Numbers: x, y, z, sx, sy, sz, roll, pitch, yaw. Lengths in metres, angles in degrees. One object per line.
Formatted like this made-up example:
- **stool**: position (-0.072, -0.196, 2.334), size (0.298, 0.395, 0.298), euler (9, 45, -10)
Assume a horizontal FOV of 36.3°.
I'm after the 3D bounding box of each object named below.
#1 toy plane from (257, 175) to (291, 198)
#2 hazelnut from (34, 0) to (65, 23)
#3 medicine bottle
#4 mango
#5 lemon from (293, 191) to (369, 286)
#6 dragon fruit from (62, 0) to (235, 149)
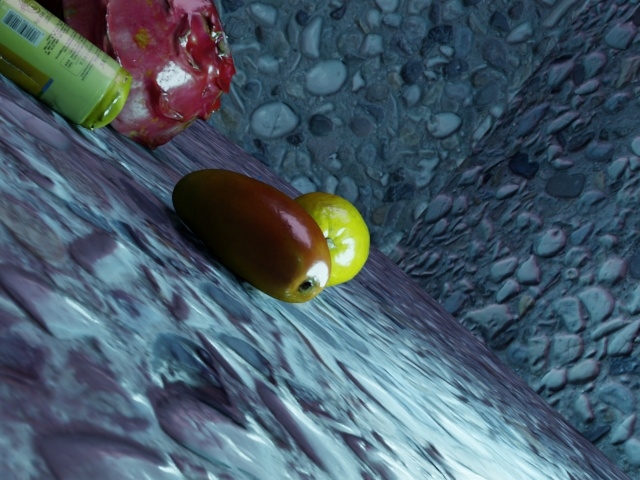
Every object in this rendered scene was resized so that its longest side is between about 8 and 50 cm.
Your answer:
- **toy plane**: position (-0.046, -0.060, 2.272), size (0.254, 0.105, 0.271), euler (37, 6, -8)
- **hazelnut**: position (-0.485, -0.449, 1.976), size (0.218, 0.218, 0.234), euler (40, -12, 26)
- **medicine bottle**: position (-0.399, -0.264, 1.459), size (0.239, 0.124, 0.124), euler (37, 4, -22)
- **mango**: position (-0.100, -0.019, 1.328), size (0.289, 0.129, 0.146), euler (31, 3, 26)
- **lemon**: position (0.000, 0.000, 1.673), size (0.170, 0.170, 0.207), euler (38, -3, 0)
- **dragon fruit**: position (-0.295, -0.377, 1.811), size (0.371, 0.249, 0.386), euler (-27, 101, -74)
